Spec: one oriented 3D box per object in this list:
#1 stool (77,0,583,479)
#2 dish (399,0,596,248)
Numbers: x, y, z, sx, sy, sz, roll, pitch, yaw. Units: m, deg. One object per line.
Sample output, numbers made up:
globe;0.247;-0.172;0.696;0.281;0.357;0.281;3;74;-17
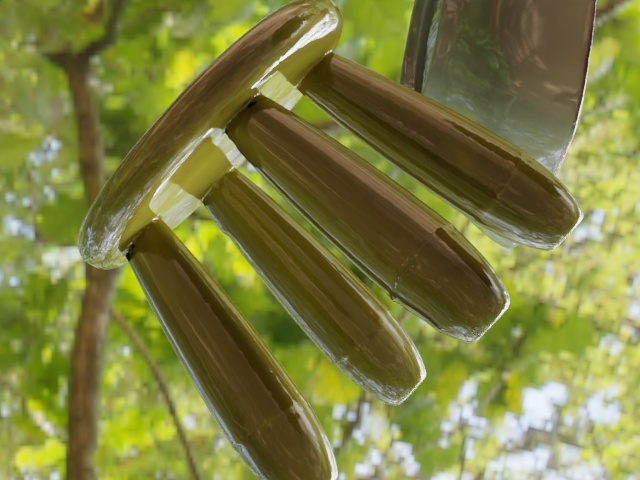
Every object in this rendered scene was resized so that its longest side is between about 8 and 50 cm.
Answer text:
stool;0.000;0.000;0.555;0.110;0.135;0.134;43;-106;3
dish;0.077;-0.094;0.877;0.066;0.191;0.191;10;-138;-7
